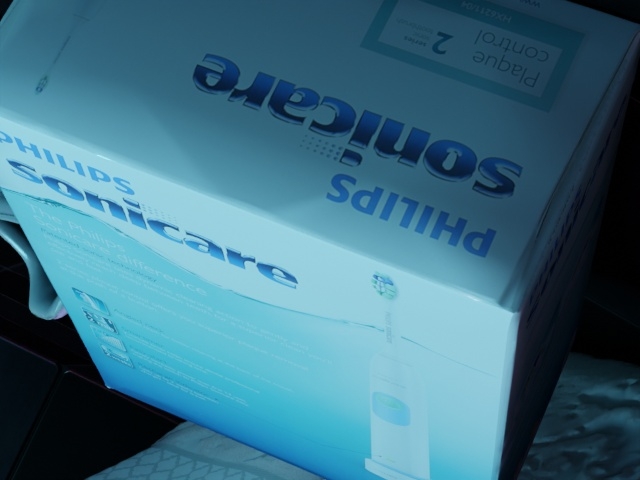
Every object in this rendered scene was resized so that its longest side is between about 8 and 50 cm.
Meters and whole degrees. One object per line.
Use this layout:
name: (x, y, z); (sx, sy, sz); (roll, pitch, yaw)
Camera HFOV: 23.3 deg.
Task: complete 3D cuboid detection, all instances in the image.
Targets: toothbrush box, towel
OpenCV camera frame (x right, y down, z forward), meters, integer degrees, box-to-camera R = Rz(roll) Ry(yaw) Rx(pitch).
toothbrush box: (0.000, 0.000, 0.662); (0.216, 0.126, 0.295); (21, 159, 14)
towel: (0.037, 0.138, 0.931); (0.331, 0.317, 0.053); (11, 121, 47)

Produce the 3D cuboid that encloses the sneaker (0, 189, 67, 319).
sneaker: (-0.227, -0.066, 0.867); (0.319, 0.131, 0.112); (33, 165, -32)
